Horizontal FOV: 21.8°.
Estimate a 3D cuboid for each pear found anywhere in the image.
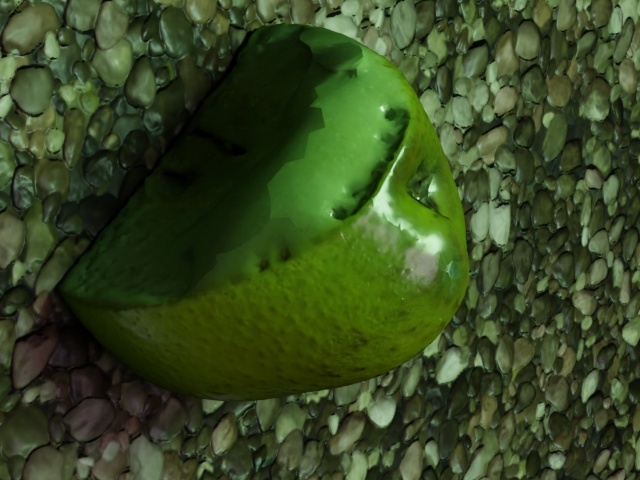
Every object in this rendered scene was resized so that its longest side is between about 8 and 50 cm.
[{"bbox_3d":[0.000,0.000,1.410,0.342,0.318,0.238,-54,129,-22],"label":"pear"}]
